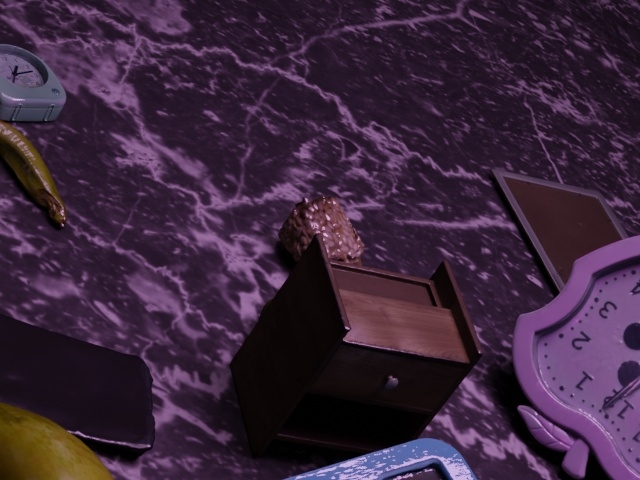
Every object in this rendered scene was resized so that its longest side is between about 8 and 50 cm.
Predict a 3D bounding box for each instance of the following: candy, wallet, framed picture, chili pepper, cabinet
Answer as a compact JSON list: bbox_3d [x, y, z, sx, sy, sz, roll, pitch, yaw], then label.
[{"bbox_3d":[0.000,0.000,1.920,0.095,0.085,0.110,-18,62,-39],"label":"candy"},{"bbox_3d":[-0.301,0.131,1.544,0.285,0.030,0.146,20,33,-22],"label":"wallet"},{"bbox_3d":[0.392,0.013,2.292,0.232,0.019,0.296,10,39,-32],"label":"framed picture"},{"bbox_3d":[-0.353,-0.098,1.782,0.208,0.043,0.049,41,21,11],"label":"chili pepper"},{"bbox_3d":[0.036,0.130,1.658,0.175,0.215,0.148,13,38,-28],"label":"cabinet"}]

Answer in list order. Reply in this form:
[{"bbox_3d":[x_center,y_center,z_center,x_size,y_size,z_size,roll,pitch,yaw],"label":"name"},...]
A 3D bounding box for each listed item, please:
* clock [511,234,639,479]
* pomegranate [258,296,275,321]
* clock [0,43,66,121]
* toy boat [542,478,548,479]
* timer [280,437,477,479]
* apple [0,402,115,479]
[{"bbox_3d":[0.409,0.163,1.892,0.338,0.338,0.102,44,2,15],"label":"clock"},{"bbox_3d":[-0.031,0.101,1.778,0.084,0.073,0.073,24,31,-42],"label":"pomegranate"},{"bbox_3d":[-0.380,-0.202,1.891,0.101,0.041,0.135,-3,46,-42],"label":"clock"},{"bbox_3d":[0.312,0.372,1.739,0.080,0.046,0.229,-10,52,-45],"label":"toy boat"},{"bbox_3d":[0.077,0.312,1.491,0.250,0.091,0.232,-20,56,-23],"label":"timer"},{"bbox_3d":[-0.280,0.280,1.123,0.340,0.339,0.339,22,35,-17],"label":"apple"}]
